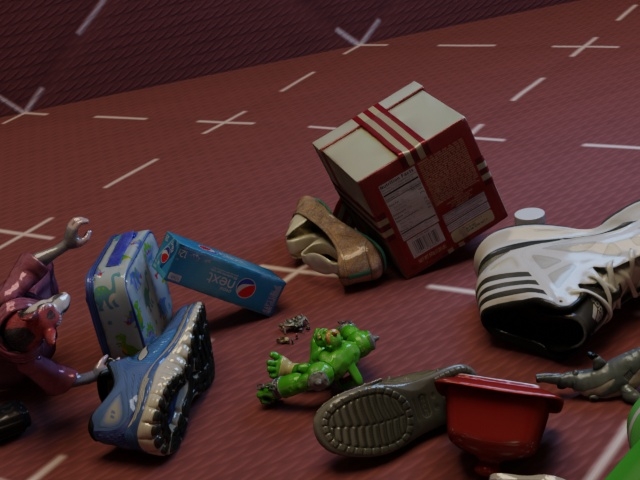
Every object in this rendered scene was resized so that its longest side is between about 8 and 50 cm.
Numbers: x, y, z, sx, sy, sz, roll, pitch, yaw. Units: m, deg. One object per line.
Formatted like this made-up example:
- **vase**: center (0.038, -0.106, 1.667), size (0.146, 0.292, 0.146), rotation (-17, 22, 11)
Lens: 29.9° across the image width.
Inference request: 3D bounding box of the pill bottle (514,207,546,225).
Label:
- **pill bottle**: center (0.348, 0.010, 1.966), size (0.067, 0.120, 0.067), rotation (-8, 24, 3)

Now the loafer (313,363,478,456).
- **loafer**: center (0.097, 0.231, 1.614), size (0.251, 0.094, 0.087), rotation (-10, -3, -26)

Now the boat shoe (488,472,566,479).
- **boat shoe**: center (0.251, 0.303, 1.442), size (0.100, 0.035, 0.035), rotation (2, 52, 15)

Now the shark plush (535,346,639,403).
- **shark plush**: center (0.378, 0.176, 1.636), size (0.161, 0.067, 0.073), rotation (-1, 25, 19)

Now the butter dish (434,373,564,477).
- **butter dish**: center (0.218, 0.239, 1.505), size (0.160, 0.118, 0.160), rotation (8, -14, 11)

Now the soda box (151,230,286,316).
- **soda box**: center (-0.167, 0.057, 1.980), size (0.210, 0.067, 0.071), rotation (23, 6, -30)

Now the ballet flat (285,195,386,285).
- **ballet flat**: center (0.000, 0.000, 2.150), size (0.106, 0.107, 0.316), rotation (-25, 26, -18)

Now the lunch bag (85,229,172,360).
- **lunch bag**: center (-0.313, 0.088, 1.962), size (0.090, 0.176, 0.219), rotation (-8, 24, 8)

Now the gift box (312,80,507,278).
- **gift box**: center (0.151, -0.095, 2.138), size (0.255, 0.276, 0.258), rotation (-27, 30, -8)

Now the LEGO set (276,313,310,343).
- **LEGO set**: center (-0.044, 0.138, 1.939), size (0.054, 0.023, 0.083), rotation (-7, 23, 6)

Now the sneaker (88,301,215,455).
- **sneaker**: center (-0.251, 0.190, 1.765), size (0.147, 0.130, 0.330), rotation (-1, 25, 14)

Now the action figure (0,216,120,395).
- **action figure**: center (-0.453, 0.113, 1.771), size (0.276, 0.248, 0.370), rotation (-12, 1, -15)

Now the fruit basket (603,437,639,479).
- **fruit basket**: center (0.350, 0.384, 1.012), size (0.392, 0.392, 0.283), rotation (13, -10, 42)

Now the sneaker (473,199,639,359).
- **sneaker**: center (0.449, 0.074, 1.782), size (0.447, 0.169, 0.257), rotation (-11, 31, 15)

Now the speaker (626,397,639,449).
- **speaker**: center (0.437, 0.273, 1.316), size (0.131, 0.131, 0.296), rotation (-10, 23, -2)

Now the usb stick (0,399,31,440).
- **usb stick**: center (-0.560, 0.299, 1.736), size (0.278, 0.045, 0.077), rotation (-20, 17, -23)

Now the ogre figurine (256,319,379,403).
- **ogre figurine**: center (0.007, 0.176, 1.757), size (0.197, 0.097, 0.118), rotation (-9, 0, -42)
